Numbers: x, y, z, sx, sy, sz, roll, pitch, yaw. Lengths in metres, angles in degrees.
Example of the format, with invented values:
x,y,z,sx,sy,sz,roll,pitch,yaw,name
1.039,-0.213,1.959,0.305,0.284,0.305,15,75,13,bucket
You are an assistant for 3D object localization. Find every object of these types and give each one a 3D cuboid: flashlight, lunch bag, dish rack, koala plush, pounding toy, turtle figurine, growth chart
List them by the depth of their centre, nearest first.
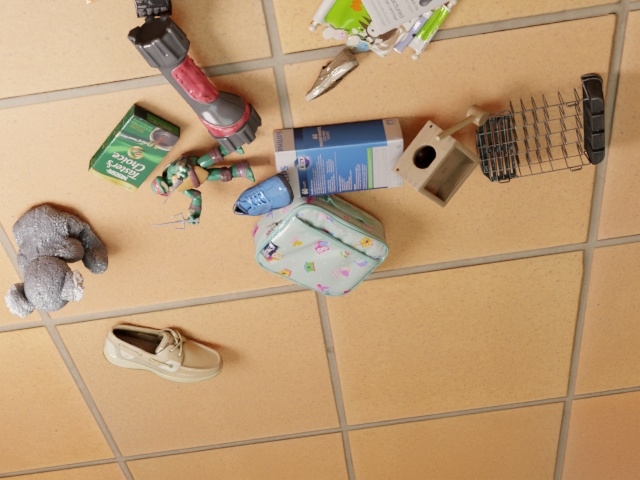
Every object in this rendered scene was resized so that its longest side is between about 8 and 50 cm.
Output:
x,y,z,sx,sy,sz,roll,pitch,yaw,name
0.111,-0.411,1.737,0.237,0.021,0.172,14,133,-17,growth chart
-0.221,-0.291,1.750,0.103,0.103,0.304,-41,139,-3,flashlight
0.241,-0.194,1.887,0.206,0.094,0.181,-53,146,9,pounding toy
-0.259,-0.126,1.927,0.234,0.118,0.175,-25,152,-3,turtle figurine
0.455,-0.219,1.950,0.271,0.074,0.208,-11,135,7,dish rack
-0.576,0.062,2.010,0.196,0.221,0.203,-11,137,6,koala plush
0.000,0.000,2.096,0.279,0.108,0.224,25,129,-29,lunch bag

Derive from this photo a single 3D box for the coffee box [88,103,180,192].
x,y,z,sx,sy,sz,roll,pitch,yaw,name
-0.376,-0.182,1.906,0.113,0.040,0.184,27,128,-31,coffee box

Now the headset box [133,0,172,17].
x,y,z,sx,sy,sz,roll,pitch,yaw,name
-0.297,-0.434,1.654,0.062,0.032,0.083,-5,136,-1,headset box

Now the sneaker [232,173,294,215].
x,y,z,sx,sy,sz,roll,pitch,yaw,name
-0.122,-0.083,1.944,0.082,0.069,0.209,-29,-174,-24,sneaker

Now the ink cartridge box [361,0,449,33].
x,y,z,sx,sy,sz,roll,pitch,yaw,name
0.178,-0.508,1.554,0.289,0.121,0.211,-24,128,16,ink cartridge box

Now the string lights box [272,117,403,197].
x,y,z,sx,sy,sz,roll,pitch,yaw,name
0.038,-0.168,1.946,0.260,0.077,0.133,-6,136,-1,string lights box

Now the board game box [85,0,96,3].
x,y,z,sx,sy,sz,roll,pitch,yaw,name
-0.292,-0.505,1.561,0.281,0.027,0.145,-17,121,11,board game box

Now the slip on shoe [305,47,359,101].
x,y,z,sx,sy,sz,roll,pitch,yaw,name
0.016,-0.317,1.814,0.135,0.051,0.041,-35,87,40,slip on shoe

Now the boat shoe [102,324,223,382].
x,y,z,sx,sy,sz,roll,pitch,yaw,name
-0.383,0.273,2.346,0.302,0.109,0.098,14,135,-13,boat shoe
